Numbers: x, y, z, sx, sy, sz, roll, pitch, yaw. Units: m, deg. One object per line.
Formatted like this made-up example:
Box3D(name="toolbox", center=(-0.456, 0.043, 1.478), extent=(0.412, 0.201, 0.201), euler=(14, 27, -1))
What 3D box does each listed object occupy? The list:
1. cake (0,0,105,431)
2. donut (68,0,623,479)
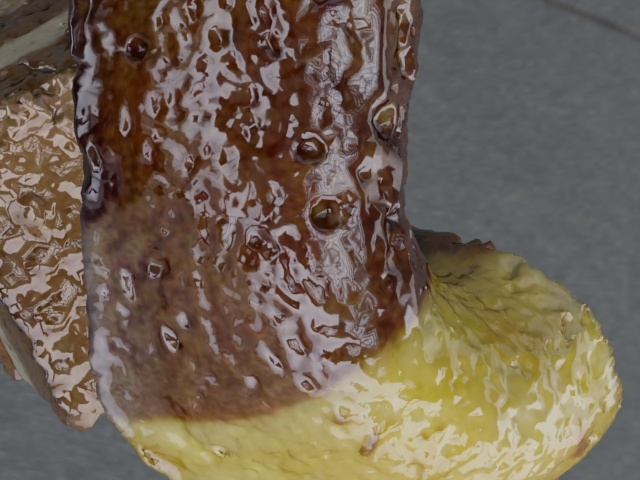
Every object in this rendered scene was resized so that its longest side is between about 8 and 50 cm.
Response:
Box3D(name="cake", center=(-0.185, -0.050, 1.532), extent=(0.256, 0.290, 0.282), euler=(-30, 115, -14))
Box3D(name="donut", center=(0.000, 0.000, 0.662), extent=(0.151, 0.112, 0.295), euler=(-46, 119, -37))
